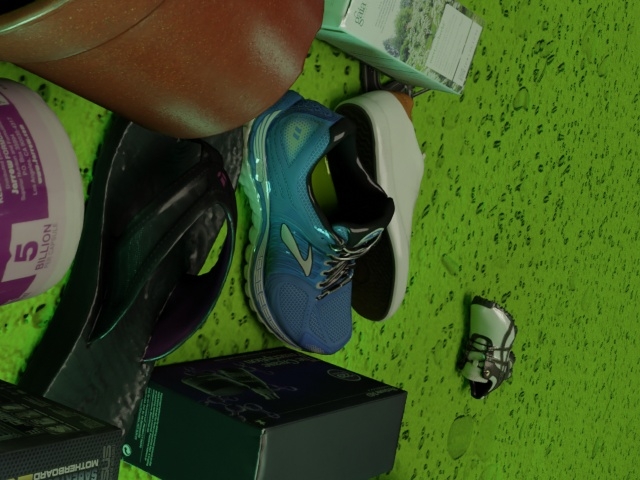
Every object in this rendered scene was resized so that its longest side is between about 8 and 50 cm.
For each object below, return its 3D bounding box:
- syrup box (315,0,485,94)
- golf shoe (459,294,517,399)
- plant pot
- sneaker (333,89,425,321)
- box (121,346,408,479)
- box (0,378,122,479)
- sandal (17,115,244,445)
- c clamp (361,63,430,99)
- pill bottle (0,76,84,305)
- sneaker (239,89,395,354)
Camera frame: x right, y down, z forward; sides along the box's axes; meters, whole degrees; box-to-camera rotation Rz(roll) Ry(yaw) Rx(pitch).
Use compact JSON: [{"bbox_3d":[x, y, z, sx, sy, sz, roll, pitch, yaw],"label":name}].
[{"bbox_3d":[0.073,-0.243,1.123,0.237,0.096,0.093,16,93,-49],"label":"syrup box"},{"bbox_3d":[0.263,0.176,1.621,0.094,0.077,0.198,-47,138,-31],"label":"golf shoe"},{"bbox_3d":[-0.135,-0.206,0.701,0.272,0.272,0.265,-67,154,-6],"label":"plant pot"},{"bbox_3d":[0.087,-0.042,1.245,0.123,0.106,0.290,-27,125,-43],"label":"sneaker"},{"bbox_3d":[-0.056,0.195,1.089,0.261,0.184,0.103,-1,107,-55],"label":"box"},{"bbox_3d":[-0.282,0.137,0.700,0.183,0.233,0.059,1,98,-55],"label":"box"},{"bbox_3d":[-0.152,0.044,0.950,0.167,0.107,0.445,24,85,-56],"label":"sandal"},{"bbox_3d":[0.093,-0.232,1.244,0.137,0.022,0.160,-36,134,-32],"label":"c clamp"},{"bbox_3d":[-0.315,-0.014,0.641,0.301,0.169,0.169,-15,117,-50],"label":"pill bottle"},{"bbox_3d":[0.000,0.000,1.108,0.130,0.147,0.330,-41,136,-37],"label":"sneaker"}]
